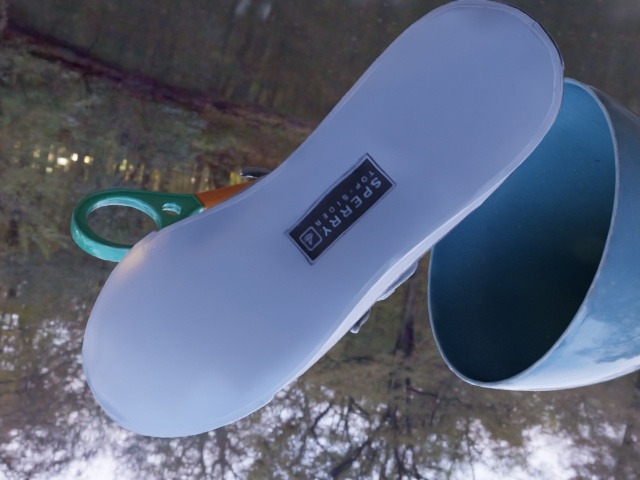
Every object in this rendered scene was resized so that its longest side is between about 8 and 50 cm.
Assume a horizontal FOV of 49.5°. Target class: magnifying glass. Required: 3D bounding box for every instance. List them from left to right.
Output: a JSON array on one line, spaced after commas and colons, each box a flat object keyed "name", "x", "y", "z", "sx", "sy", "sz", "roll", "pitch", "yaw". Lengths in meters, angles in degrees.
[{"name": "magnifying glass", "x": -0.151, "y": -0.033, "z": 0.740, "sx": 0.231, "sy": 0.026, "sz": 0.092, "roll": -17, "pitch": -128, "yaw": -42}]

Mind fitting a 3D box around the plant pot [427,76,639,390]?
[{"name": "plant pot", "x": 0.260, "y": 0.013, "z": 0.668, "sx": 0.196, "sy": 0.290, "sz": 0.290, "roll": 15, "pitch": -178, "yaw": -16}]

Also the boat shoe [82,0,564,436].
[{"name": "boat shoe", "x": -0.002, "y": -0.004, "z": 0.387, "sx": 0.113, "sy": 0.306, "sz": 0.105, "roll": 48, "pitch": -164, "yaw": 12}]
